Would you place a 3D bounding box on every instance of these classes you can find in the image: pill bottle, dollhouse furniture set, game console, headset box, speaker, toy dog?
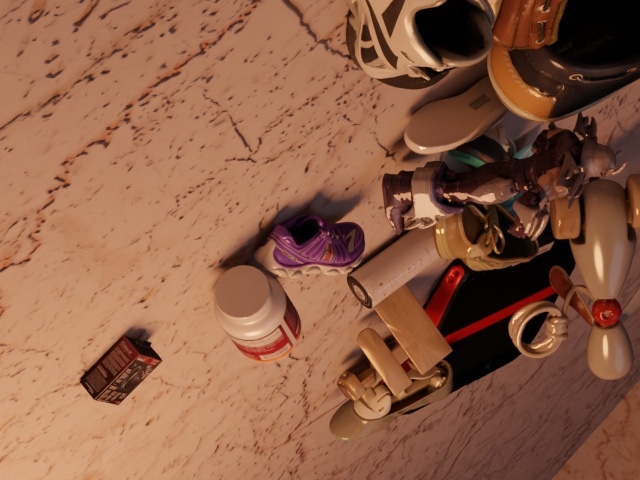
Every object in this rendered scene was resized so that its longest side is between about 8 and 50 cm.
[{"bbox_3d":[-0.076,0.083,1.864,0.086,0.086,0.152,-40,158,-6],"label":"pill bottle"},{"bbox_3d":[0.078,0.148,2.325,0.144,0.123,0.151,-38,-167,-11],"label":"dollhouse furniture set"},{"bbox_3d":[0.267,0.108,2.554,0.386,0.060,0.342,-21,144,-44],"label":"game console"},{"bbox_3d":[-0.222,0.144,1.800,0.083,0.032,0.062,-46,159,6],"label":"headset box"},{"bbox_3d":[0.104,0.031,2.114,0.136,0.055,0.055,-36,157,-17],"label":"speaker"},{"bbox_3d":[0.427,0.031,2.454,0.161,0.220,0.334,-79,-175,-67],"label":"toy dog"}]

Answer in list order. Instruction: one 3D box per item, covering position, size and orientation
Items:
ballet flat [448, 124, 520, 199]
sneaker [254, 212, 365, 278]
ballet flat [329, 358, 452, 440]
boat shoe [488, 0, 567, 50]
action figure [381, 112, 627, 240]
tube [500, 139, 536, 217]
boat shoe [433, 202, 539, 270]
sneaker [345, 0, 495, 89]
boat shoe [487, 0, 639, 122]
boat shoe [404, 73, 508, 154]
[{"bbox_3d":[0.215,-0.112,2.038,0.074,0.074,0.203,-45,152,6],"label":"ballet flat"},{"bbox_3d":[0.000,0.000,1.870,0.170,0.068,0.071,-12,137,-51],"label":"sneaker"},{"bbox_3d":[0.106,0.230,2.388,0.213,0.072,0.068,-21,142,-24],"label":"ballet flat"},{"bbox_3d":[0.230,-0.302,1.601,0.307,0.104,0.111,111,-10,-64],"label":"boat shoe"},{"bbox_3d":[0.222,-0.070,1.870,0.285,0.099,0.185,-9,-159,26],"label":"action figure"},{"bbox_3d":[0.258,-0.060,2.229,0.080,0.052,0.207,-34,152,-24],"label":"tube"},{"bbox_3d":[0.215,-0.020,2.107,0.285,0.089,0.105,19,71,-68],"label":"boat shoe"},{"bbox_3d":[0.106,-0.204,1.571,0.122,0.146,0.330,-43,160,-3],"label":"sneaker"},{"bbox_3d":[0.418,-0.306,1.848,0.500,0.187,0.156,-31,172,-14],"label":"boat shoe"},{"bbox_3d":[0.164,-0.140,1.903,0.184,0.066,0.063,-38,159,-37],"label":"boat shoe"}]
